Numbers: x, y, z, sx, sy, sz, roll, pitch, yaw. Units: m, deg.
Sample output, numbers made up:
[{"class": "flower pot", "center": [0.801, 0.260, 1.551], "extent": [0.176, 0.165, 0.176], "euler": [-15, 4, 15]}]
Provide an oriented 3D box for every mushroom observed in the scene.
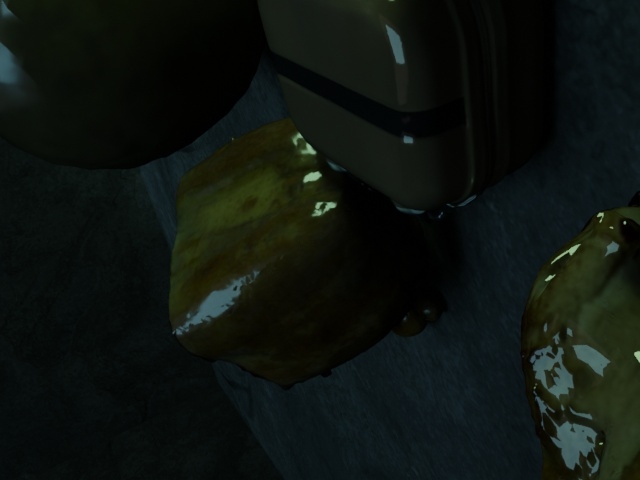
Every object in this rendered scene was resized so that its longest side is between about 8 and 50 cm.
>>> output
[{"class": "mushroom", "center": [0.211, 0.160, 0.537], "extent": [0.259, 0.345, 0.345], "euler": [32, 152, 16]}]

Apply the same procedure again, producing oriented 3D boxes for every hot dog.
[{"class": "hot dog", "center": [0.112, 0.083, 1.116], "extent": [0.090, 0.060, 0.140], "euler": [61, 170, 0]}]

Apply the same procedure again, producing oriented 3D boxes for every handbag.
[{"class": "handbag", "center": [0.072, -0.138, 0.780], "extent": [0.302, 0.149, 0.283], "euler": [38, 150, 53]}]

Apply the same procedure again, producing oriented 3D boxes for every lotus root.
[{"class": "lotus root", "center": [0.000, 0.000, 1.009], "extent": [0.250, 0.316, 0.316], "euler": [-30, 83, 36]}]

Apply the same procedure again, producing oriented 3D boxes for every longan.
[{"class": "longan", "center": [-0.294, -0.288, 1.106], "extent": [0.435, 0.404, 0.404], "euler": [24, 176, -20]}]
